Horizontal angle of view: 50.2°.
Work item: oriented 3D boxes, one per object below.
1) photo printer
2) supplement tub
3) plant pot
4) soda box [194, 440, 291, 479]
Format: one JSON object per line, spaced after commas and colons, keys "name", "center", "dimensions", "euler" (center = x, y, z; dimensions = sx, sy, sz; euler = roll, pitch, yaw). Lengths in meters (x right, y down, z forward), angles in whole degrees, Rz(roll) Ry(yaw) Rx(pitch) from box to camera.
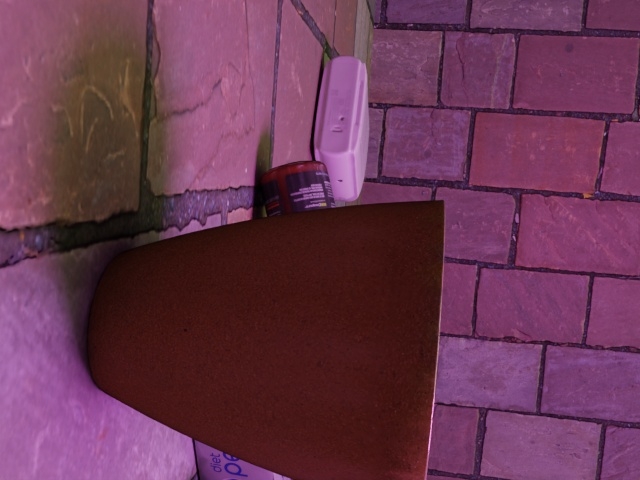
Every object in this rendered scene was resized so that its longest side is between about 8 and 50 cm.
{"name": "photo printer", "center": [0.055, -0.247, 1.624], "dimensions": [0.307, 0.107, 0.255], "euler": [74, 22, -71]}
{"name": "supplement tub", "center": [-0.022, -0.011, 1.011], "dimensions": [0.106, 0.106, 0.197], "euler": [40, 37, -81]}
{"name": "plant pot", "center": [-0.039, 0.078, 0.542], "dimensions": [0.237, 0.255, 0.237], "euler": [4, 90, -83]}
{"name": "soda box", "center": [-0.093, 0.234, 0.831], "dimensions": [0.091, 0.098, 0.286], "euler": [-72, 164, -56]}
